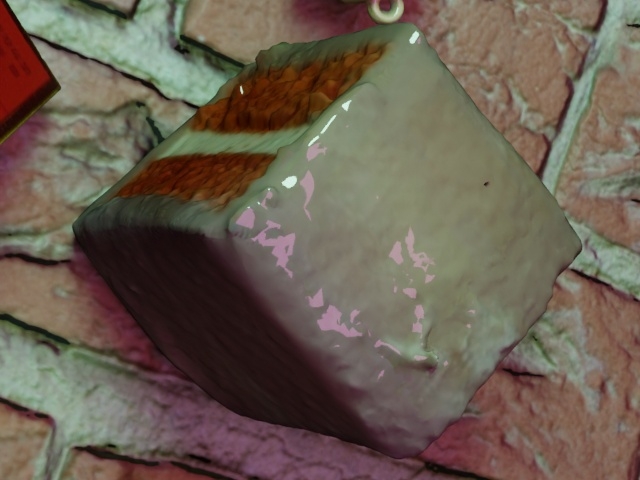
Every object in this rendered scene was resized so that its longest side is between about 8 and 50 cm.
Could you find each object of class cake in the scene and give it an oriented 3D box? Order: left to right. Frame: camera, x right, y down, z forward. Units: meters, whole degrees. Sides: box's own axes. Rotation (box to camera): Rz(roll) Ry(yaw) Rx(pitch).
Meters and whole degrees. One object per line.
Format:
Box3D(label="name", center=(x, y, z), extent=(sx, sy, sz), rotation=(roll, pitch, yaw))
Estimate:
Box3D(label="cake", center=(0.000, 0.000, 0.937), extent=(0.237, 0.309, 0.230), rotation=(-49, 114, -19))

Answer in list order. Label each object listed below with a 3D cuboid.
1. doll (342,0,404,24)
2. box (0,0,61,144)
Box3D(label="doll", center=(0.046, -0.335, 1.028), extent=(0.208, 0.144, 0.271), rotation=(34, 82, -14))
Box3D(label="box", center=(-0.267, -0.120, 0.836), extent=(0.074, 0.240, 0.153), rotation=(-22, 108, 14))
